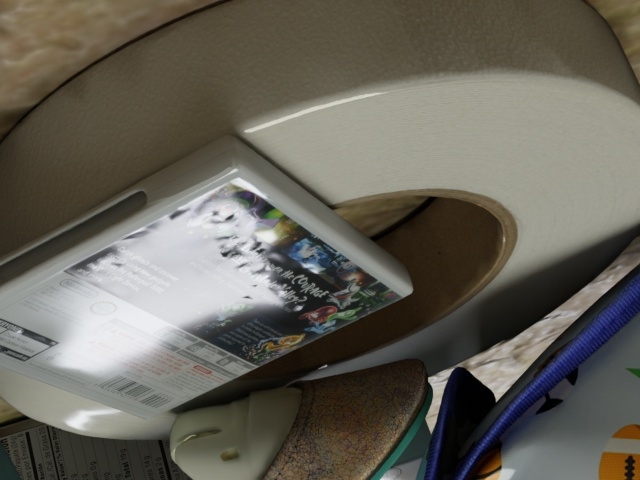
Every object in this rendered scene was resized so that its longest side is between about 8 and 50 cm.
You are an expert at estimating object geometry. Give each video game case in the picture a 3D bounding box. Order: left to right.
[{"bbox_3d":[-0.067,0.027,0.671,0.173,0.022,0.190,-26,152,17],"label":"video game case"}]

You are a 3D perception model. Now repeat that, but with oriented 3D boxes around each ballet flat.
[{"bbox_3d":[-0.068,0.167,0.832,0.106,0.107,0.316,38,105,-13],"label":"ballet flat"}]

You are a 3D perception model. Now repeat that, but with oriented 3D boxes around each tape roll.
[{"bbox_3d":[0.000,0.000,0.768,0.392,0.072,0.392,-15,153,-8],"label":"tape roll"}]

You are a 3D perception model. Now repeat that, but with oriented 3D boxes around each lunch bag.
[{"bbox_3d":[0.202,0.160,0.903,0.385,0.239,0.328,-43,165,1],"label":"lunch bag"}]

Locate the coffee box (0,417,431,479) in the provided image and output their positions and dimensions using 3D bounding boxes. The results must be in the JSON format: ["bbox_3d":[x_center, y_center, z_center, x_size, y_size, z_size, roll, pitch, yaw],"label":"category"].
[{"bbox_3d":[-0.072,0.172,0.997,0.297,0.119,0.168,-18,154,-3],"label":"coffee box"}]

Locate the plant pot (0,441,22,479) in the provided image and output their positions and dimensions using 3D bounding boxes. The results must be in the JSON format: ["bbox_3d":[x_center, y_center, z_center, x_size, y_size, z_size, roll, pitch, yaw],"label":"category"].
[{"bbox_3d":[-0.285,0.119,0.663,0.290,0.195,0.290,-15,154,-7],"label":"plant pot"}]
